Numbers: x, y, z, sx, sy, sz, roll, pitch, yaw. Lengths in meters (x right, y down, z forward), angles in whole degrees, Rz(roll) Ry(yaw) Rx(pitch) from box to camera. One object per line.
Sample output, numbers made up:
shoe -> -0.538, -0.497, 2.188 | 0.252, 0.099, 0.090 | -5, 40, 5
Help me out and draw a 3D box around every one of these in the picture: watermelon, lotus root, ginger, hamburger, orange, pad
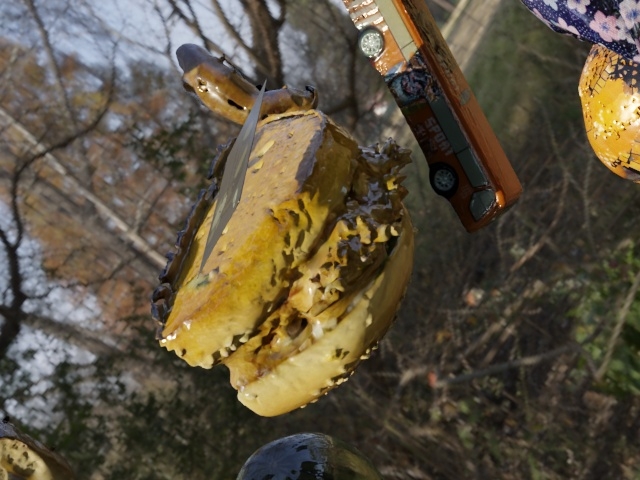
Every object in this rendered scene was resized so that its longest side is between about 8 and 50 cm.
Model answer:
watermelon -> 0.000, 0.491, 1.507 | 0.279, 0.359, 0.279 | -26, 29, 16
lotus root -> -0.549, 0.376, 1.443 | 0.261, 0.074, 0.170 | -17, -56, -23
ginger -> -0.160, -0.296, 1.741 | 0.107, 0.309, 0.133 | 115, 177, -75
hamburger -> 0.000, 0.000, 1.124 | 0.287, 0.268, 0.445 | -28, 28, 33
orange -> 0.445, -0.188, 1.154 | 0.234, 0.182, 0.234 | -20, -61, -41
pad -> -0.090, -0.066, 0.907 | 0.127, 0.004, 0.190 | 124, 162, -44

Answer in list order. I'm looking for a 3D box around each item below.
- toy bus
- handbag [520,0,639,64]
toy bus -> 0.145, -0.206, 1.202 | 0.092, 0.409, 0.093 | -29, -2, 35
handbag -> 0.172, -0.223, 0.583 | 0.127, 0.228, 0.208 | -32, 11, 2
